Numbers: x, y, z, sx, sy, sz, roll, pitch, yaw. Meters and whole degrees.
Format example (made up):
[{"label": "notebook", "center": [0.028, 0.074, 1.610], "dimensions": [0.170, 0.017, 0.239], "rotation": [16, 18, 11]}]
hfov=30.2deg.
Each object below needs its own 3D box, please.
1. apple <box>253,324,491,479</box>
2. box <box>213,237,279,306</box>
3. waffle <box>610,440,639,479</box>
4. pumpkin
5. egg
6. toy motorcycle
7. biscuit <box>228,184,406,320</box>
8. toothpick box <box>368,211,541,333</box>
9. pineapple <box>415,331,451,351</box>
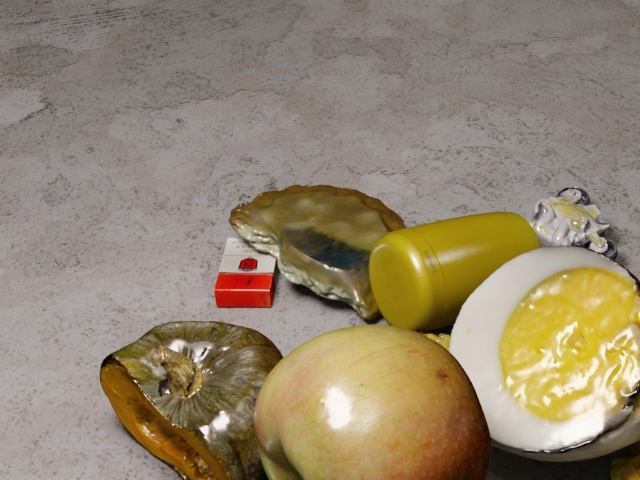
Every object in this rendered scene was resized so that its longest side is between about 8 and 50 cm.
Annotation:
[{"label": "apple", "center": [0.073, 0.258, 1.545], "dimensions": [0.277, 0.319, 0.319], "rotation": [-25, 41, -23]}, {"label": "box", "center": [-0.127, 0.055, 2.109], "dimensions": [0.100, 0.048, 0.152], "rotation": [-2, 35, 8]}, {"label": "waffle", "center": [0.541, 0.354, 1.615], "dimensions": [0.281, 0.058, 0.301], "rotation": [0, 37, 7]}, {"label": "pumpkin", "center": [-0.157, 0.216, 1.742], "dimensions": [0.325, 0.242, 0.232], "rotation": [31, 58, 33]}, {"label": "egg", "center": [0.359, 0.193, 1.733], "dimensions": [0.337, 0.201, 0.337], "rotation": [-17, 49, 20]}, {"label": "toy motorcycle", "center": [0.436, -0.020, 2.114], "dimensions": [0.151, 0.074, 0.229], "rotation": [-10, 39, -1]}, {"label": "biscuit", "center": [0.000, 0.000, 2.096], "dimensions": [0.335, 0.078, 0.329], "rotation": [10, 38, -1]}, {"label": "toothpick box", "center": [0.232, 0.045, 1.967], "dimensions": [0.271, 0.175, 0.175], "rotation": [-15, 37, -27]}, {"label": "pineapple", "center": [0.162, 0.191, 1.876], "dimensions": [0.114, 0.077, 0.114], "rotation": [-12, 50, -2]}]
